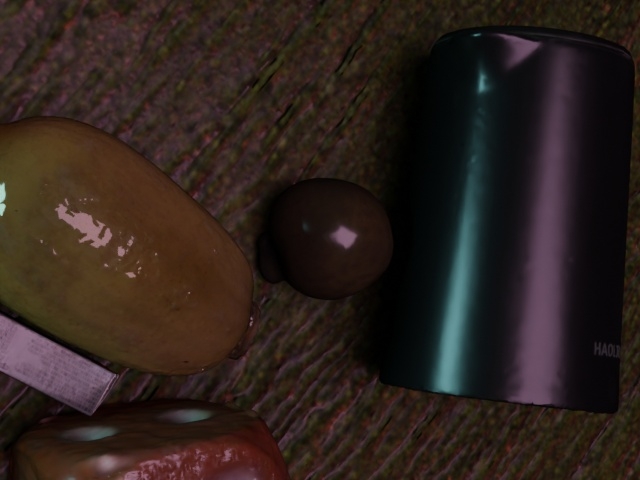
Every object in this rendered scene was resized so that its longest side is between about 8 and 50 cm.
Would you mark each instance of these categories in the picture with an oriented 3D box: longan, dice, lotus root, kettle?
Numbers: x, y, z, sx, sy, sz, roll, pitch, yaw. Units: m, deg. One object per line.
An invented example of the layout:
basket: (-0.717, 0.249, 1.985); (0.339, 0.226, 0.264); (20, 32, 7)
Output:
longan: (0.000, 0.000, 0.975); (0.119, 0.106, 0.106); (-22, 107, 18)
dice: (-0.125, 0.215, 0.873); (0.179, 0.175, 0.174); (-11, 97, -26)
lotus root: (-0.163, 0.006, 0.864); (0.303, 0.131, 0.146); (36, 75, -24)
kettle: (0.195, -0.012, 1.016); (0.262, 0.203, 0.308); (9, 86, -26)

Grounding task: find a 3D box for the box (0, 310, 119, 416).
box: (-0.257, 0.064, 0.862); (0.218, 0.055, 0.039); (33, 79, -25)
